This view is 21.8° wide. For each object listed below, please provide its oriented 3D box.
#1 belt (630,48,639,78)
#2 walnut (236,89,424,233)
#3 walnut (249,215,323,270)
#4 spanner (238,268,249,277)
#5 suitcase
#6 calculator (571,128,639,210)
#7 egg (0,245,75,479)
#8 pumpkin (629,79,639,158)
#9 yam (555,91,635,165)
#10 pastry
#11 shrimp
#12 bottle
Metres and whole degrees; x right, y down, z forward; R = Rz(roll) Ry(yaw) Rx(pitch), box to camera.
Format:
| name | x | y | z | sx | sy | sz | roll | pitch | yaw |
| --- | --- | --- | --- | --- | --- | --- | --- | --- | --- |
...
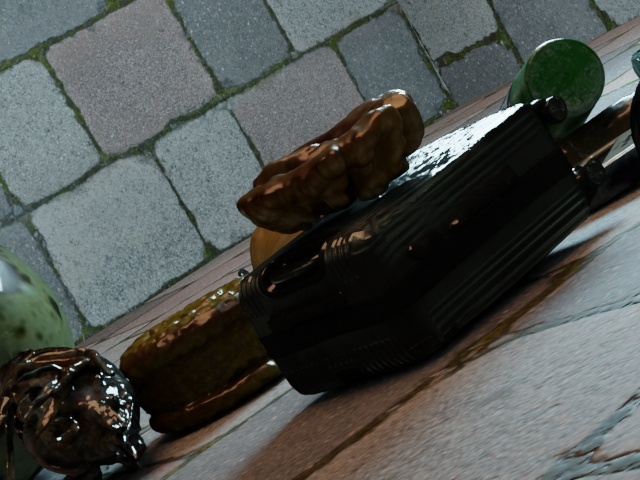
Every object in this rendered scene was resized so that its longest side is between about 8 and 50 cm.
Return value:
| name | x | y | z | sx | sy | sz | roll | pitch | yaw |
| --- | --- | --- | --- | --- | --- | --- | --- | --- | --- |
| belt | 0.498 | -0.268 | 2.306 | 0.140 | 0.058 | 0.105 | -29 | 1 | 22 |
| walnut | 0.015 | -0.060 | 1.374 | 0.170 | 0.069 | 0.143 | -29 | 9 | 34 |
| walnut | 0.000 | 0.000 | 2.011 | 0.180 | 0.144 | 0.144 | -29 | 3 | -23 |
| spanner | -0.077 | 0.071 | 2.159 | 0.024 | 0.087 | 0.316 | -31 | 1 | 2 |
| suitcase | 0.091 | 0.003 | 1.424 | 0.312 | 0.128 | 0.202 | -37 | 8 | -40 |
| calculator | 0.224 | -0.039 | 1.629 | 0.268 | 0.040 | 0.177 | -29 | 4 | 23 |
| egg | -0.455 | 0.157 | 1.930 | 0.345 | 0.345 | 0.428 | -31 | 1 | -7 |
| pumpkin | 0.314 | -0.109 | 1.175 | 0.202 | 0.140 | 0.202 | -33 | 6 | 4 |
| yam | 0.275 | -0.088 | 1.768 | 0.274 | 0.061 | 0.061 | -31 | 4 | 12 |
| pastry | -0.114 | 0.115 | 1.690 | 0.188 | 0.103 | 0.189 | -30 | 5 | 3 |
| shrimp | -0.241 | 0.192 | 1.610 | 0.137 | 0.172 | 0.372 | -8 | 13 | -12 |
| bottle | 0.252 | -0.145 | 1.887 | 0.093 | 0.093 | 0.330 | -31 | -8 | -6 |
